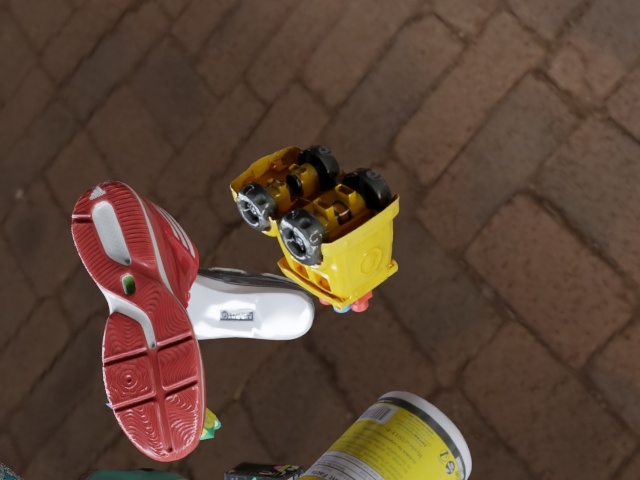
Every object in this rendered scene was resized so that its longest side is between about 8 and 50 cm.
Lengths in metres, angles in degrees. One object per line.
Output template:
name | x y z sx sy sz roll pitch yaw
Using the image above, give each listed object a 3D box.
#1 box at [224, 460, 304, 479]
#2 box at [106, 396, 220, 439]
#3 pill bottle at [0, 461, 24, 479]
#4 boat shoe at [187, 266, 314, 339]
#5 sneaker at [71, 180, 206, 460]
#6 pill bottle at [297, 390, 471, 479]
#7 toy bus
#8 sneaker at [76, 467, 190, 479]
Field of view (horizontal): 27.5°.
box | -0.068 0.305 1.606 0.083 0.062 0.052 1 96 22
box | -0.239 0.268 2.024 0.105 0.179 0.043 -14 53 23
pill bottle | -0.427 0.366 1.676 0.146 0.264 0.146 -47 11 12
boat shoe | -0.159 0.089 2.060 0.102 0.301 0.108 -88 1 -69
sneaker | -0.118 0.062 1.047 0.087 0.128 0.221 -16 81 19
pill bottle | 0.020 0.137 0.676 0.065 0.065 0.116 14 44 44
toy bus | 0.000 0.000 1.786 0.149 0.211 0.220 -35 46 -28
sneaker | -0.265 0.334 1.508 0.121 0.302 0.108 15 104 34
